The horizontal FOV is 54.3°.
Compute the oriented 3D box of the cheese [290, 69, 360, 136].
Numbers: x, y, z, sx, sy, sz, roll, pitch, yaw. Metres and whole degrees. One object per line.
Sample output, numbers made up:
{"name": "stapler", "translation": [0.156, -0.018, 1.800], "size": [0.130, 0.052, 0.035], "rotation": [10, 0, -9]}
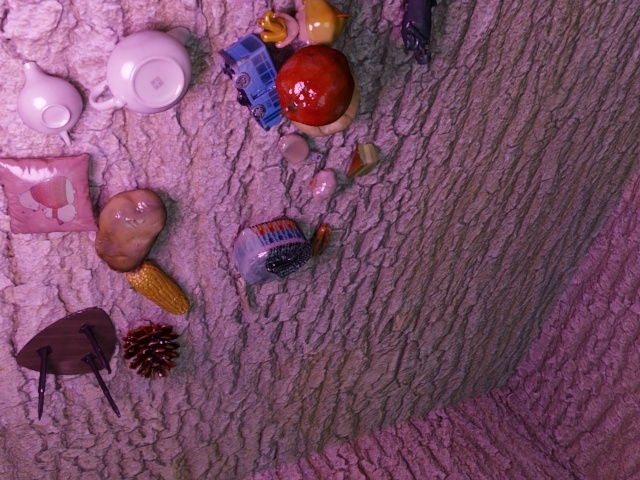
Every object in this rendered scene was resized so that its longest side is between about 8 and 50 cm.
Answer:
{"name": "cheese", "translation": [0.014, -0.419, 1.836], "size": [0.226, 0.117, 0.213], "rotation": [-16, 133, -30]}

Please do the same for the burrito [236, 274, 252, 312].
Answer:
{"name": "burrito", "translation": [-0.277, 0.196, 2.265], "size": [0.041, 0.045, 0.185], "rotation": [4, 138, 7]}

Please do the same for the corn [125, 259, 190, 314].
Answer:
{"name": "corn", "translation": [-0.523, 0.149, 2.005], "size": [0.102, 0.101, 0.310], "rotation": [-35, 147, -1]}

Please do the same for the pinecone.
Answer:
{"name": "pinecone", "translation": [-0.573, 0.378, 2.126], "size": [0.208, 0.207, 0.207], "rotation": [-20, 137, -19]}

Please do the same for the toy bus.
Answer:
{"name": "toy bus", "translation": [-0.168, -0.423, 1.691], "size": [0.134, 0.116, 0.234], "rotation": [-35, 139, -6]}

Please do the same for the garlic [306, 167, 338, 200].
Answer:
{"name": "garlic", "translation": [0.019, -0.185, 2.090], "size": [0.094, 0.074, 0.113], "rotation": [16, 103, -33]}

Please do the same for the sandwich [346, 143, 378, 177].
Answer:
{"name": "sandwich", "translation": [0.135, -0.272, 2.139], "size": [0.074, 0.074, 0.116], "rotation": [-8, 165, -31]}

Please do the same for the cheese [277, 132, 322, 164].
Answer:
{"name": "cheese", "translation": [-0.066, -0.275, 1.960], "size": [0.092, 0.047, 0.171], "rotation": [-43, 140, 9]}

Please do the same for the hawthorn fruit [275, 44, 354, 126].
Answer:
{"name": "hawthorn fruit", "translation": [-0.025, -0.386, 1.617], "size": [0.253, 0.205, 0.205], "rotation": [-56, 154, -37]}

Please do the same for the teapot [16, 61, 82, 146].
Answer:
{"name": "teapot", "translation": [-0.639, -0.310, 1.489], "size": [0.145, 0.092, 0.226], "rotation": [-22, 141, -16]}

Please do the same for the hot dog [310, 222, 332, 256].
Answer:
{"name": "hot dog", "translation": [-0.001, -0.001, 2.280], "size": [0.062, 0.038, 0.144], "rotation": [0, 126, -32]}

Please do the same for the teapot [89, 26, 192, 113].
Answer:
{"name": "teapot", "translation": [-0.426, -0.405, 1.513], "size": [0.298, 0.139, 0.204], "rotation": [-32, 142, -8]}

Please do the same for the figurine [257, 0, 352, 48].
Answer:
{"name": "figurine", "translation": [-0.039, -0.568, 1.642], "size": [0.247, 0.131, 0.156], "rotation": [-17, 101, -19]}

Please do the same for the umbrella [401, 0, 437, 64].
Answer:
{"name": "umbrella", "translation": [0.281, -0.664, 1.796], "size": [0.143, 0.094, 0.348], "rotation": [-33, 143, -14]}

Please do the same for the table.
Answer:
{"name": "table", "translation": [-0.750, 0.406, 1.973], "size": [0.318, 0.249, 0.317], "rotation": [-20, 138, -19]}

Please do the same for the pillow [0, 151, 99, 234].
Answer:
{"name": "pillow", "translation": [-0.699, -0.116, 1.617], "size": [0.224, 0.084, 0.236], "rotation": [-8, 124, -18]}

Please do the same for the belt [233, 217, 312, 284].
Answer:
{"name": "belt", "translation": [-0.167, 0.038, 2.117], "size": [0.258, 0.150, 0.207], "rotation": [-19, 147, -18]}

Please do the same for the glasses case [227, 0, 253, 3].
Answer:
{"name": "glasses case", "translation": [-0.197, -0.612, 1.560], "size": [0.083, 0.021, 0.032], "rotation": [-16, 134, -23]}

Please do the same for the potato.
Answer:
{"name": "potato", "translation": [-0.549, -0.025, 1.789], "size": [0.192, 0.141, 0.296], "rotation": [-13, 140, -41]}
